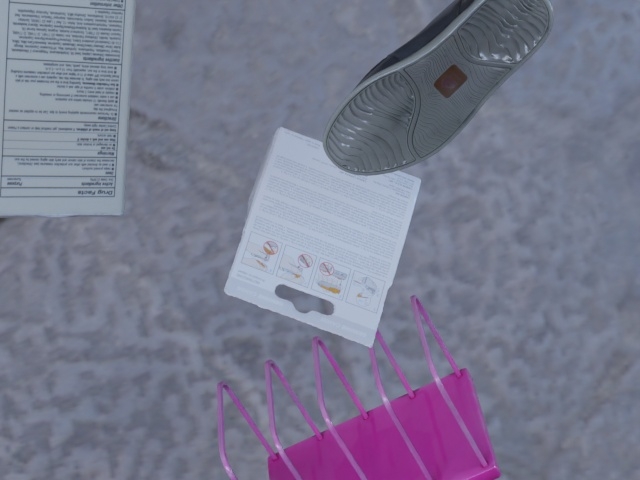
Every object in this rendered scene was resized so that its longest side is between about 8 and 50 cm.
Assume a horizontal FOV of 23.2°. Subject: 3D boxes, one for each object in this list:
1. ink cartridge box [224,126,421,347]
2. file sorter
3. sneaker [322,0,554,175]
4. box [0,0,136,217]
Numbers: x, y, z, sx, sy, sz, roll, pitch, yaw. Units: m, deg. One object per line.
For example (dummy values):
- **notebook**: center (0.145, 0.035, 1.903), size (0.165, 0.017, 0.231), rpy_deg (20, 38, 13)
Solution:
- **ink cartridge box**: center (0.000, 0.000, 1.759), size (0.181, 0.056, 0.224), rpy_deg (20, 65, -7)
- **file sorter**: center (0.036, 0.223, 1.905), size (0.291, 0.202, 0.182), rpy_deg (-25, 120, 9)
- **sneaker**: center (0.100, -0.141, 1.288), size (0.083, 0.222, 0.118), rpy_deg (50, 17, -13)
- **box**: center (-0.275, -0.144, 1.511), size (0.149, 0.127, 0.232), rpy_deg (-1, 100, -34)
